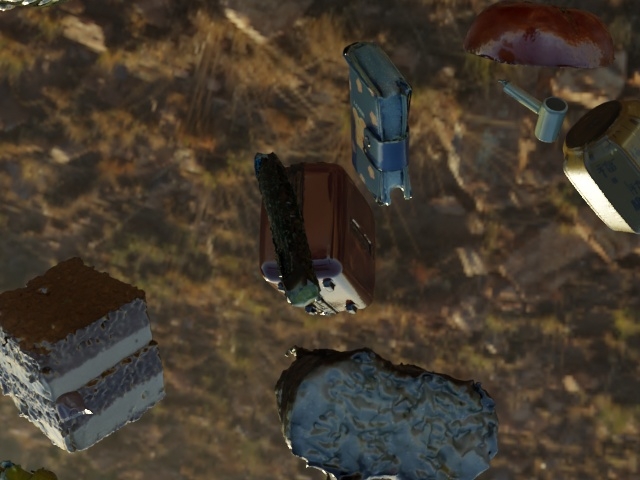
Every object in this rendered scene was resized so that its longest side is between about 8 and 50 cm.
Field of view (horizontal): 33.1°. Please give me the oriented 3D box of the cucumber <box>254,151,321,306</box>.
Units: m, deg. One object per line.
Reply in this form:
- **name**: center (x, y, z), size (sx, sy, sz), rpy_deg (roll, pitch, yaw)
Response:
- **cucumber**: center (-0.041, -0.022, 1.267), size (0.043, 0.256, 0.044), rpy_deg (-39, 131, 20)

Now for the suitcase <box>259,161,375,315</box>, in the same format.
- **suitcase**: center (0.000, 0.000, 1.959), size (0.161, 0.236, 0.297), rpy_deg (-4, 163, 15)

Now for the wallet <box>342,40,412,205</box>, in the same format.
- **wallet**: center (0.078, -0.158, 1.485), size (0.059, 0.141, 0.202), rpy_deg (-18, 135, -14)

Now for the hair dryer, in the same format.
- **hair dryer**: center (0.308, -0.203, 1.600), size (0.124, 0.038, 0.063), rpy_deg (40, 147, 27)

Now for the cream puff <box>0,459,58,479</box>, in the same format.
- **cream puff**: center (-0.354, 0.320, 1.054), size (0.221, 0.194, 0.195), rpy_deg (-10, 144, 36)

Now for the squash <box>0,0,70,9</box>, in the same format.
- **squash**: center (-0.339, -0.337, 1.161), size (0.218, 0.218, 0.172), rpy_deg (9, 122, 4)

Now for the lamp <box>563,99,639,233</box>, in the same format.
- **lamp**: center (0.460, -0.110, 1.614), size (0.185, 0.161, 0.161), rpy_deg (48, 137, -17)

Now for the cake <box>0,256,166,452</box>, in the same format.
- **cake**: center (-0.488, 0.226, 2.160), size (0.256, 0.282, 0.290), rpy_deg (26, 138, 41)

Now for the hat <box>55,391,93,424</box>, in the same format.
- **hat**: center (-0.395, 0.262, 1.699), size (0.058, 0.042, 0.087), rpy_deg (-18, 169, -8)

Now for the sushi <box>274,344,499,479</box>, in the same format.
- **sushi**: center (0.060, 0.185, 1.039), size (0.213, 0.147, 0.115), rpy_deg (11, 169, -13)

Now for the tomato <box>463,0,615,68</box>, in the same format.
- **tomato**: center (0.326, -0.309, 1.592), size (0.225, 0.225, 0.084), rpy_deg (6, 106, 9)
